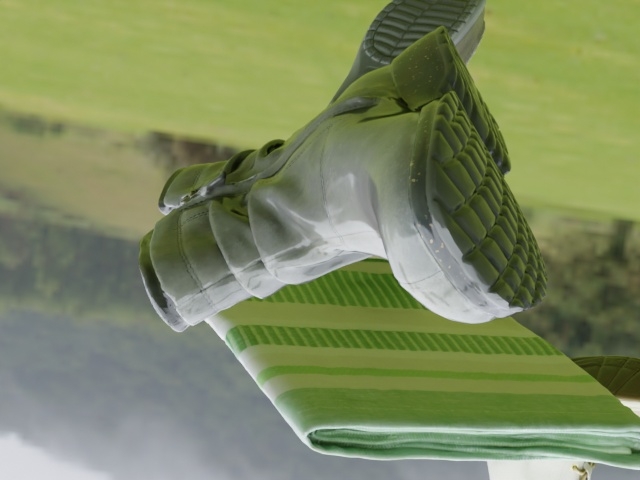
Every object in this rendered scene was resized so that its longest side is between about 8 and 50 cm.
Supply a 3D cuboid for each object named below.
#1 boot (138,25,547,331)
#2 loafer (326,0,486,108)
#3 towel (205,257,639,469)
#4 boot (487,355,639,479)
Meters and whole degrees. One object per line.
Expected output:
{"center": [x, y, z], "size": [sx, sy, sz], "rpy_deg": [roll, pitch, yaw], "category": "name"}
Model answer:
{"center": [0.000, 0.000, 0.739], "size": [0.161, 0.083, 0.246], "rpy_deg": [-28, -164, 10], "category": "boot"}
{"center": [0.075, -0.138, 1.665], "size": [0.094, 0.251, 0.087], "rpy_deg": [20, 151, 33], "category": "loafer"}
{"center": [0.046, 0.074, 1.205], "size": [0.247, 0.038, 0.325], "rpy_deg": [5, -163, -23], "category": "towel"}
{"center": [0.236, 0.191, 1.608], "size": [0.213, 0.165, 0.077], "rpy_deg": [-2, -160, 32], "category": "boot"}
